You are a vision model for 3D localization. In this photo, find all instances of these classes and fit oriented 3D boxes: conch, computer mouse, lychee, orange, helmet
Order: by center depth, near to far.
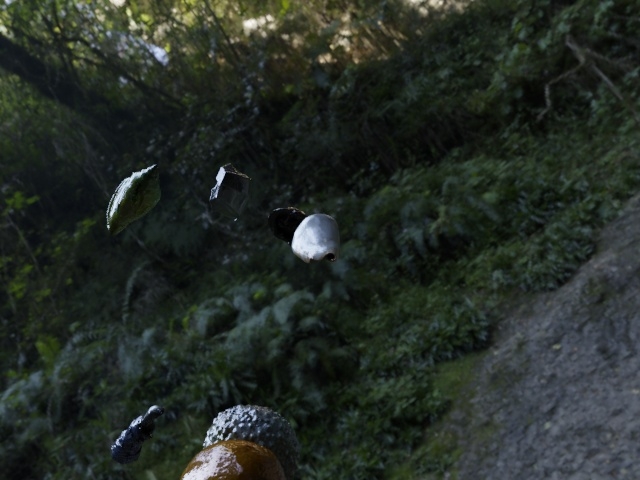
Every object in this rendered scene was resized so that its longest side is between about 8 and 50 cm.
[{"bbox_3d":[-0.003,0.010,1.432,0.104,0.176,0.094,3,-49,-17],"label":"conch"},{"bbox_3d":[-0.202,0.577,1.467,0.264,0.264,0.264,-33,-17,-11],"label":"orange"},{"bbox_3d":[-0.417,-0.099,1.488,0.200,0.095,0.079,-32,-26,22],"label":"conch"},{"bbox_3d":[-0.208,-0.114,1.661,0.231,0.071,0.126,45,-118,-76],"label":"computer mouse"},{"bbox_3d":[-0.183,0.561,1.719,0.255,0.255,0.274,-51,15,41],"label":"lychee"},{"bbox_3d":[-0.071,-0.044,1.725,0.098,0.123,0.070,-46,4,32],"label":"helmet"}]

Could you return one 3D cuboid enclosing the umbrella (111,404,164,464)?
[{"bbox_3d":[-0.425,0.448,1.554,0.071,0.071,0.248,-16,-31,-49],"label":"umbrella"}]
